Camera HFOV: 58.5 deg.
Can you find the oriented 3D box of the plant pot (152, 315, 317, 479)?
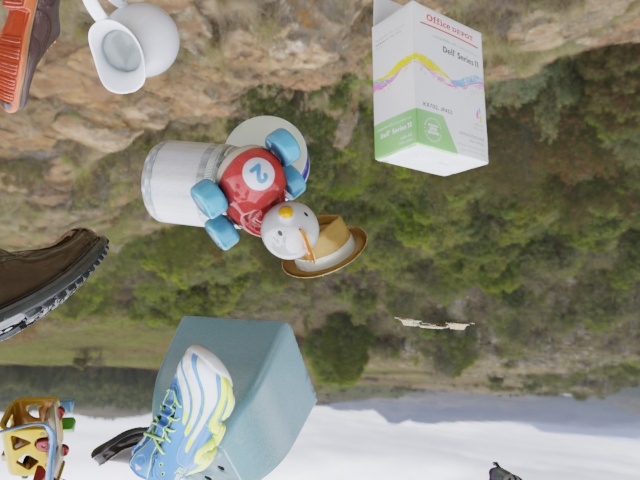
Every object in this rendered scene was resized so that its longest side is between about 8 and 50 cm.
[{"bbox_3d":[-0.181,0.325,1.109,0.248,0.252,0.247,0,127,21],"label":"plant pot"}]

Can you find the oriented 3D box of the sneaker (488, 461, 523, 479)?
[{"bbox_3d":[0.363,0.591,1.215,0.083,0.223,0.098,25,179,-15],"label":"sneaker"}]

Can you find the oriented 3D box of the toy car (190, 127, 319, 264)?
[{"bbox_3d":[-0.080,-0.050,1.090,0.238,0.219,0.210,41,159,27],"label":"toy car"}]

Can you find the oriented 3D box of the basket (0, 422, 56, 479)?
[{"bbox_3d":[-0.526,0.411,0.813,0.201,0.254,0.289,-18,164,39],"label":"basket"}]

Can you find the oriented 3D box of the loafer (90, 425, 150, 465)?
[{"bbox_3d":[-0.380,0.440,1.207,0.080,0.078,0.220,-33,161,23],"label":"loafer"}]

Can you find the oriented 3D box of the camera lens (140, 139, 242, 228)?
[{"bbox_3d":[-0.308,-0.146,1.491,0.274,0.219,0.219,6,164,13],"label":"camera lens"}]

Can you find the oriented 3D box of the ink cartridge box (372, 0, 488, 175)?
[{"bbox_3d":[0.215,-0.323,1.130,0.207,0.353,0.119,6,168,-36],"label":"ink cartridge box"}]

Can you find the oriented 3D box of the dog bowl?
[{"bbox_3d":[-0.167,-0.250,1.784,0.265,0.265,0.104,6,168,4],"label":"dog bowl"}]

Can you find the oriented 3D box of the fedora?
[{"bbox_3d":[0.000,0.000,1.208,0.194,0.194,0.079,-2,124,30],"label":"fedora"}]

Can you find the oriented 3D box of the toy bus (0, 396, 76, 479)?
[{"bbox_3d":[-0.551,0.399,1.096,0.104,0.202,0.191,2,158,-9],"label":"toy bus"}]

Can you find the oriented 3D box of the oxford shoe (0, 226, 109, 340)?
[{"bbox_3d":[-0.240,0.028,0.400,0.083,0.096,0.227,-33,-174,28],"label":"oxford shoe"}]

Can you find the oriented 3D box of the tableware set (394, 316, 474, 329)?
[{"bbox_3d":[0.268,0.195,1.345,0.169,0.020,0.141,7,173,-32],"label":"tableware set"}]

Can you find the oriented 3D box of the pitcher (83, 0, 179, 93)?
[{"bbox_3d":[-0.326,-0.360,0.972,0.125,0.207,0.177,-12,117,10],"label":"pitcher"}]

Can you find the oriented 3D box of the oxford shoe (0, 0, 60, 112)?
[{"bbox_3d":[-0.538,-0.369,1.071,0.097,0.271,0.098,25,-165,27],"label":"oxford shoe"}]

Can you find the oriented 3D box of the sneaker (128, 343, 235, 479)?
[{"bbox_3d":[-0.188,0.255,0.767,0.091,0.240,0.126,26,-144,24],"label":"sneaker"}]
